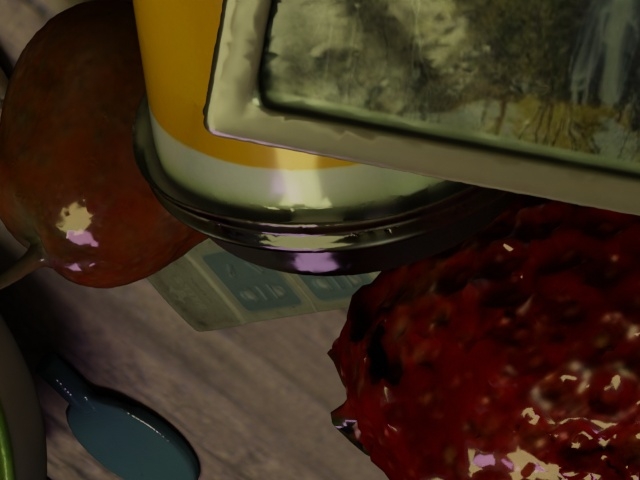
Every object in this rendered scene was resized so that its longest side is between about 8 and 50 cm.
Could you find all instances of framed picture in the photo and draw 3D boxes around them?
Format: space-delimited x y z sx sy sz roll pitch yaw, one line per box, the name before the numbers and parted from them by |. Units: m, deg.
framed picture | 0.132 -0.113 0.653 0.324 0.020 0.240 11 121 -4

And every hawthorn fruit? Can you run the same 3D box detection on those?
hawthorn fruit | -0.107 -0.031 0.971 0.149 0.189 0.149 13 171 2

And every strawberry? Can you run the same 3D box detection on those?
strawberry | 0.167 0.058 0.844 0.288 0.250 0.239 -31 90 25

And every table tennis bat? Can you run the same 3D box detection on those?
table tennis bat | -0.152 0.139 1.350 0.100 0.019 0.155 -15 127 46

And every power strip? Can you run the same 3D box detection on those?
power strip | 0.000 0.000 1.029 0.272 0.052 0.078 -10 128 44

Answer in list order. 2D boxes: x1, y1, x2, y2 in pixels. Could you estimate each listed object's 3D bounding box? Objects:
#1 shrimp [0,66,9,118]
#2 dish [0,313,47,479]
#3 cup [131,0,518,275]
shrimp | -0.263 -0.072 1.138 0.152 0.046 0.219 25 142 6
dish | -0.307 0.132 1.316 0.324 0.124 0.324 7 104 31
cup | -0.001 -0.133 0.757 0.196 0.196 0.280 11 133 26
